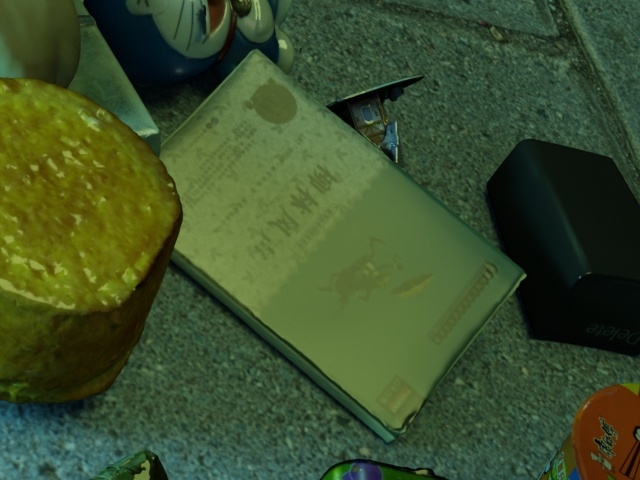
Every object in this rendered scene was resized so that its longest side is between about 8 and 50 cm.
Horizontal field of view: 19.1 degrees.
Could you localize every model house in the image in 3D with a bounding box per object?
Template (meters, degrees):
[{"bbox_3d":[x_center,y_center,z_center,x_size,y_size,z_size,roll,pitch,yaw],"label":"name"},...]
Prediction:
[{"bbox_3d":[0.057,-0.116,2.095,0.117,0.167,0.088,-18,89,-17],"label":"model house"}]

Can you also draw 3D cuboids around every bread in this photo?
[{"bbox_3d":[-0.267,-0.007,1.686,0.312,0.172,0.312,22,42,-21],"label":"bread"}]

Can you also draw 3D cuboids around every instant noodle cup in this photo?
[{"bbox_3d":[0.288,0.287,1.775,0.250,0.192,0.250,22,40,-19],"label":"instant noodle cup"}]

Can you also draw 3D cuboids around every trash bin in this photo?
[{"bbox_3d":[0.298,0.004,2.182,0.165,0.115,0.225,10,41,-30],"label":"trash bin"}]

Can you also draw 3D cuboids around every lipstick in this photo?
[{"bbox_3d":[-0.253,-0.176,1.929,0.076,0.077,0.290,-16,56,-25],"label":"lipstick"}]

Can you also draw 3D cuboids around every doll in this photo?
[{"bbox_3d":[-0.131,-0.237,2.052,0.257,0.161,0.215,-3,81,-44],"label":"doll"}]

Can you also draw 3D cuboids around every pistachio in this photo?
[{"bbox_3d":[-0.368,-0.245,1.827,0.208,0.226,0.332,-35,76,-9],"label":"pistachio"}]

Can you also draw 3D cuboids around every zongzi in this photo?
[{"bbox_3d":[-0.164,0.268,1.601,0.130,0.062,0.154,-25,83,-27],"label":"zongzi"}]

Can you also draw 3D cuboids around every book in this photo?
[{"bbox_3d":[0.000,0.000,1.949,0.379,0.031,0.264,39,57,2],"label":"book"}]

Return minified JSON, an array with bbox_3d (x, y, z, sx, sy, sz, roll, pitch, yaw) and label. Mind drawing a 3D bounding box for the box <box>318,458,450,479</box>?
[{"bbox_3d":[0.063,0.353,1.636,0.134,0.097,0.345,15,44,-19],"label":"box"}]
